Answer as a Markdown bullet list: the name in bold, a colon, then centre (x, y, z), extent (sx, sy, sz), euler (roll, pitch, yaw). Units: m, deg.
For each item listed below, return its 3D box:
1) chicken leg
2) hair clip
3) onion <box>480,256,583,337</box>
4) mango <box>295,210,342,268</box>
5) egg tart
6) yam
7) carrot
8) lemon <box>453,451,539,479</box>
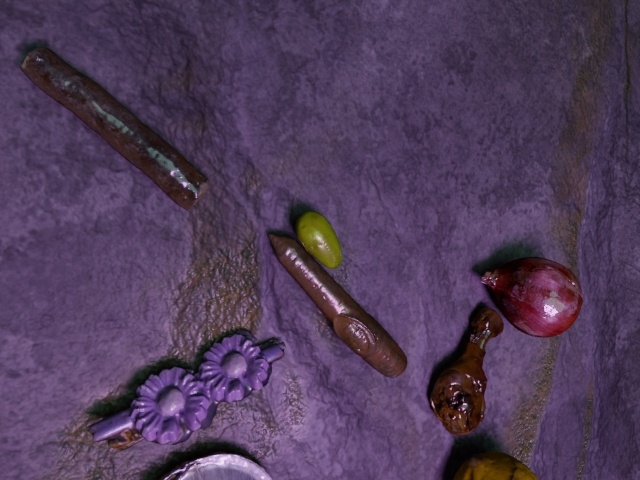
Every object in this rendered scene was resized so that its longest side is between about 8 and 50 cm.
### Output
- **chicken leg**: centre (0.291, 0.247, 0.843), extent (0.107, 0.087, 0.251), euler (43, 66, -37)
- **hair clip**: centre (-0.175, 0.218, 0.631), extent (0.292, 0.084, 0.106), euler (-25, 57, -25)
- **onion**: centre (0.405, 0.101, 0.854), extent (0.195, 0.159, 0.159), euler (24, 80, -6)
- **mango**: centre (0.000, 0.000, 0.710), extent (0.056, 0.073, 0.108), euler (-30, 100, 9)
- **egg tart**: centre (-0.161, 0.430, 0.628), extent (0.234, 0.094, 0.234), euler (-2, 93, -26)
- **yam**: centre (-0.271, -0.148, 0.598), extent (0.274, 0.061, 0.061), euler (42, 74, -18)
- **carrot**: centre (0.030, 0.113, 0.729), extent (0.342, 0.070, 0.070), euler (47, 72, -15)
- **lemon**: centre (0.333, 0.498, 0.804), extent (0.181, 0.180, 0.193), euler (8, 70, -24)
